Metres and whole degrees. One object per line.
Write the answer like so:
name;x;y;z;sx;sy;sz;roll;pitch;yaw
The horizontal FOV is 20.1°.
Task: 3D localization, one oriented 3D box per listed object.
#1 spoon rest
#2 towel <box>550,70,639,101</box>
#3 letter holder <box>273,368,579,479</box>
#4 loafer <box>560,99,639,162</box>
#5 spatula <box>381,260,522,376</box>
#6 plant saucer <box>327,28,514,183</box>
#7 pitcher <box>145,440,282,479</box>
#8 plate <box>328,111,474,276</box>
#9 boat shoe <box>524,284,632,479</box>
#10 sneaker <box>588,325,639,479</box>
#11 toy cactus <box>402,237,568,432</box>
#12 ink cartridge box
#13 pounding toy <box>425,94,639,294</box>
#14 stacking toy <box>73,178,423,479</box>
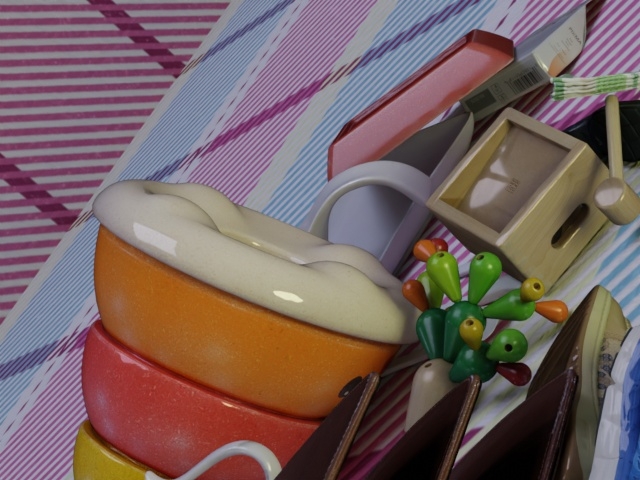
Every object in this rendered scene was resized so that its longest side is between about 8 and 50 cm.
spoon rest;0.000;0.000;2.024;0.276;0.084;0.137;-40;19;26
towel;0.294;-0.156;1.688;0.152;0.023;0.113;-8;7;14
letter holder;0.046;0.197;1.339;0.302;0.152;0.214;-54;9;54
loafer;0.289;-0.110;1.727;0.061;0.062;0.170;-37;12;-27
spatula;0.129;0.068;1.811;0.242;0.019;0.168;-26;29;53
plant saucer;0.112;-0.165;2.133;0.258;0.047;0.259;-36;5;11
pitcher;-0.123;0.263;1.626;0.207;0.177;0.125;2;2;28
plate;0.056;-0.012;2.129;0.278;0.045;0.277;-19;35;59
boat shoe;0.210;0.136;1.361;0.104;0.089;0.285;-61;4;33
sneaker;0.252;0.157;1.164;0.147;0.130;0.330;-4;49;48
toy cactus;0.128;0.095;1.633;0.219;0.112;0.180;34;106;56
ink cartridge box;0.259;-0.218;2.112;0.179;0.045;0.145;-38;6;-38
pounding toy;0.234;-0.043;1.679;0.181;0.094;0.206;-50;37;-5
stacking toy;-0.132;0.203;1.810;0.350;0.351;0.480;-132;63;-74
